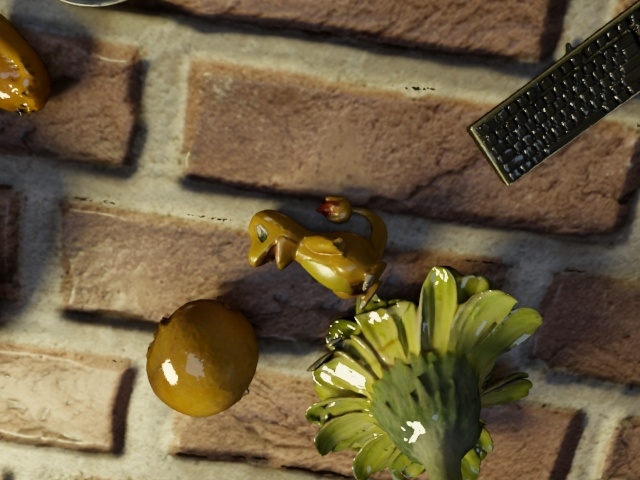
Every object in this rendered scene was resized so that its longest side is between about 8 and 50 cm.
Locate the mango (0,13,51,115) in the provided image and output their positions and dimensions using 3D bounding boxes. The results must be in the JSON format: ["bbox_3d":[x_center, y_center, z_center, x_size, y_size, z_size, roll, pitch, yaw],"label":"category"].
[{"bbox_3d":[-0.355,-0.202,0.467,0.077,0.063,0.127,-30,94,9],"label":"mango"}]

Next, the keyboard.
[{"bbox_3d":[0.333,-0.199,0.497,0.317,0.027,0.106,-37,99,6],"label":"keyboard"}]

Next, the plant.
[{"bbox_3d":[0.098,0.191,0.487,0.261,0.297,0.305,20,118,26],"label":"plant"}]

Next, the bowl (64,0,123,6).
[{"bbox_3d":[-0.228,-0.334,0.433,0.189,0.086,0.188,0,101,-3],"label":"bowl"}]

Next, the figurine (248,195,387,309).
[{"bbox_3d":[0.000,-0.004,0.502,0.176,0.121,0.122,18,66,9],"label":"figurine"}]

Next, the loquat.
[{"bbox_3d":[-0.138,0.138,0.494,0.141,0.141,0.140,0,100,-1],"label":"loquat"}]
